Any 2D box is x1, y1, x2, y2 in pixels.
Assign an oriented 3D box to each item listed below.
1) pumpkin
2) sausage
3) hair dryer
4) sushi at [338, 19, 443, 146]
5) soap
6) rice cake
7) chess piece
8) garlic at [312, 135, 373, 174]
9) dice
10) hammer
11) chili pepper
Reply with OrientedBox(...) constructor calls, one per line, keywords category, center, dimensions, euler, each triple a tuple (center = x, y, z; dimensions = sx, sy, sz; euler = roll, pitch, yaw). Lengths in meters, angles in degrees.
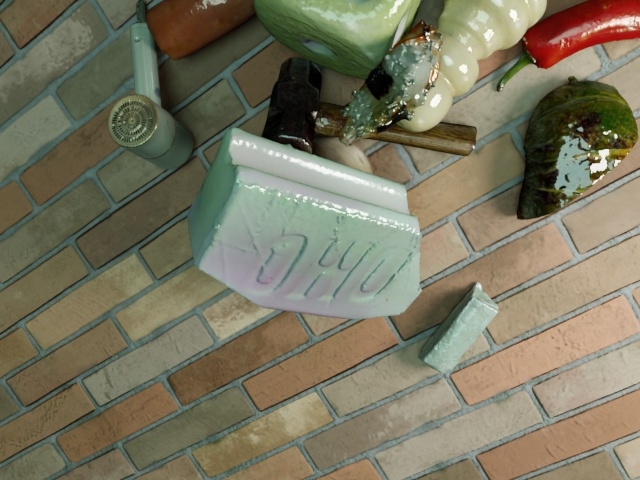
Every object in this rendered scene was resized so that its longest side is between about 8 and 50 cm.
OrientedBox(category="pumpkin", center=(0.436, -0.171, 0.912), dimensions=(0.278, 0.111, 0.163), euler=(-41, 99, 16))
OrientedBox(category="sausage", center=(-0.208, -0.457, 0.983), dimensions=(0.259, 0.113, 0.114), euler=(-23, 97, 16))
OrientedBox(category="hair dryer", center=(-0.349, -0.337, 1.038), dimensions=(0.107, 0.173, 0.358), euler=(-7, 82, 8))
OrientedBox(category="sushi", center=(0.108, -0.223, 0.782), dimensions=(0.097, 0.103, 0.226), euler=(41, 124, -3))
OrientedBox(category="soap", center=(0.000, 0.000, 0.897), dimensions=(0.446, 0.156, 0.261), euler=(13, 126, -31))
OrientedBox(category="rice cake", center=(0.290, 0.190, 1.057), dimensions=(0.069, 0.063, 0.206), euler=(36, 107, -1))
OrientedBox(category="chess piece", center=(0.221, -0.324, 0.866), dimensions=(0.167, 0.167, 0.300), euler=(40, 91, 0))
OrientedBox(category="garlic", center=(0.048, -0.096, 1.028), dimensions=(0.128, 0.148, 0.267), euler=(-21, 95, -22))
OrientedBox(category="dice", center=(0.046, -0.436, 0.845), dimensions=(0.254, 0.252, 0.250), euler=(24, 93, 3))
OrientedBox(category="hammer", center=(0.099, -0.210, 0.956), dimensions=(0.408, 0.243, 0.095), euler=(9, 141, -6))
OrientedBox(category="chili pepper", center=(0.499, -0.354, 0.883), dimensions=(0.368, 0.092, 0.137), euler=(-5, 117, 15))
